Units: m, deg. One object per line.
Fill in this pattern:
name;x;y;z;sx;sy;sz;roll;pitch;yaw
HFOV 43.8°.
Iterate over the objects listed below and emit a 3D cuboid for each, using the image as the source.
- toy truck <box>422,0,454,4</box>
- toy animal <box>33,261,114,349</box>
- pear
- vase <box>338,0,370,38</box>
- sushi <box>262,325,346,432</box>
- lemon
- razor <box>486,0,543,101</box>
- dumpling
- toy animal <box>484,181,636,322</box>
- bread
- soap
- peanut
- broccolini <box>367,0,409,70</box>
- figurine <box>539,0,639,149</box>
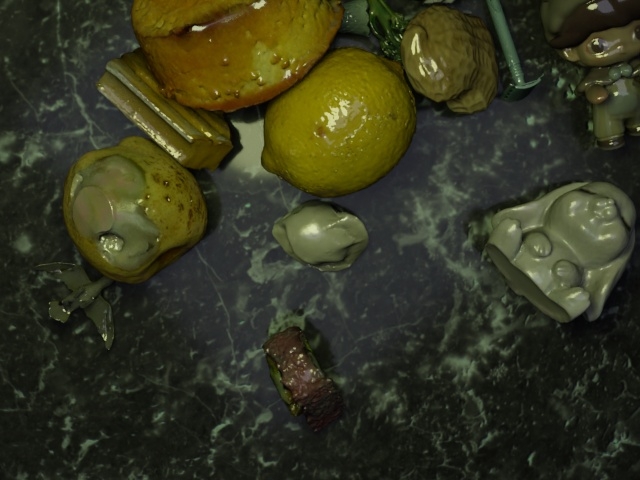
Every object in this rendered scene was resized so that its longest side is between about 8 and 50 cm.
toy truck;0.231;-0.532;1.423;0.176;0.161;0.213;6;128;9
toy animal;-0.446;0.106;1.555;0.155;0.095;0.219;-33;96;7
pear;-0.347;-0.060;1.477;0.271;0.271;0.271;0;96;0
vase;0.018;-0.419;1.513;0.148;0.081;0.081;-4;96;3
sushi;-0.038;0.266;1.562;0.107;0.241;0.161;-28;57;-2
lemon;0.031;-0.209;1.443;0.310;0.258;0.258;-34;95;0
razor;0.355;-0.388;1.520;0.068;0.106;0.232;-16;87;1
dumpling;0.001;-0.001;1.554;0.176;0.092;0.150;-16;110;-4
toy animal;0.474;-0.002;1.513;0.265;0.206;0.271;-44;75;-9
bread;-0.146;-0.393;1.381;0.358;0.204;0.337;-21;54;9
soap;-0.271;-0.241;1.481;0.257;0.160;0.080;43;123;-3
peanut;0.241;-0.335;1.465;0.110;0.233;0.197;-9;80;41
broccolini;0.091;-0.448;1.397;0.073;0.392;0.079;-3;58;28
figurine;0.534;-0.367;1.473;0.248;0.203;0.381;-16;107;8
